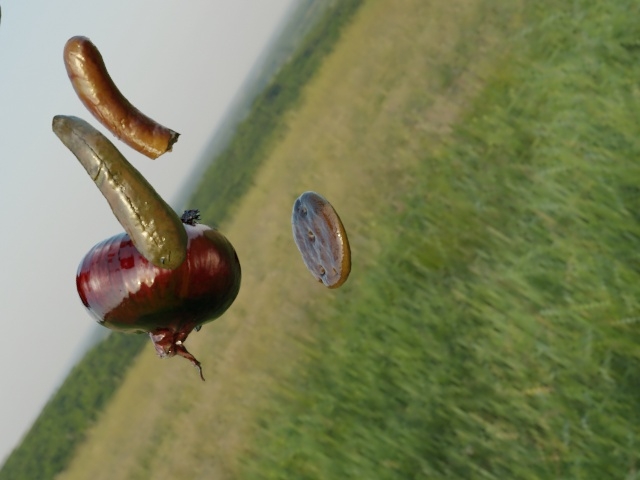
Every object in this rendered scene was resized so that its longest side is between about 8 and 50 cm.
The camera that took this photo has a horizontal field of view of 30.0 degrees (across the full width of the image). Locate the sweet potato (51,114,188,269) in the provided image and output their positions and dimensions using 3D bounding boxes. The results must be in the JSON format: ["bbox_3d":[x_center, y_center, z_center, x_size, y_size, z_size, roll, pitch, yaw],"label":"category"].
[{"bbox_3d":[-0.275,-0.071,1.669,0.075,0.273,0.075,-36,13,9],"label":"sweet potato"}]

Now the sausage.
[{"bbox_3d":[-0.405,-0.271,2.363,0.103,0.302,0.076,-43,18,1],"label":"sausage"}]

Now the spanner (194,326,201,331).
[{"bbox_3d":[-0.312,0.110,2.515,0.046,0.208,0.012,-18,-27,-47],"label":"spanner"}]

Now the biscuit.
[{"bbox_3d":[0.000,0.000,2.452,0.036,0.212,0.212,-21,-10,-25],"label":"biscuit"}]

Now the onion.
[{"bbox_3d":[-0.260,0.095,1.964,0.273,0.273,0.285,143,119,-71],"label":"onion"}]
